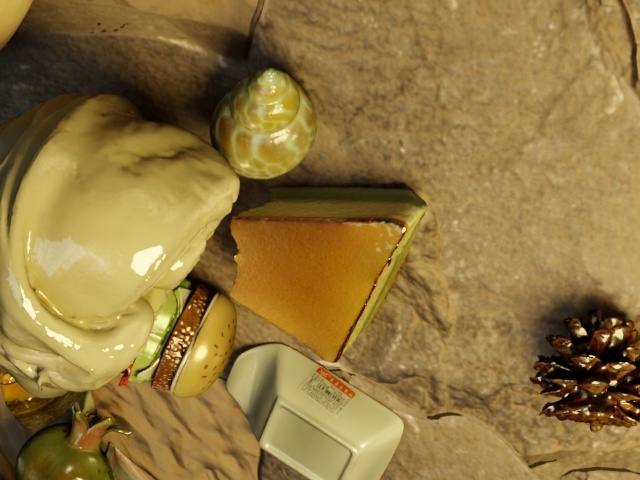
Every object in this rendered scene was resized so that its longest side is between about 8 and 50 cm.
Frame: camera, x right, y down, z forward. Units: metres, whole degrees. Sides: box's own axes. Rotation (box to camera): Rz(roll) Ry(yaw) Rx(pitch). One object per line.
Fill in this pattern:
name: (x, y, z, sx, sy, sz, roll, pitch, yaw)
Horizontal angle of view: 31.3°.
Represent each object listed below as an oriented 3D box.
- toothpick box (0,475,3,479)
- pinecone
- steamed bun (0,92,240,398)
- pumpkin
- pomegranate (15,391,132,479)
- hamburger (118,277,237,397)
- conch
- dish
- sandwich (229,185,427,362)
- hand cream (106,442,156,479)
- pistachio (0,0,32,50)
toothpick box: (-0.516, 0.496, 1.797, 0.192, 0.192, 0.294, -31, 91, 37)
pinecone: (0.285, 0.136, 1.178, 0.140, 0.140, 0.121, -6, 68, 32)
steamed bun: (-0.283, -0.014, 1.255, 0.255, 0.342, 0.367, 35, 156, -24)
pumpkin: (-0.388, 0.133, 1.565, 0.248, 0.126, 0.131, 60, 175, 30)
pomegranate: (-0.353, 0.310, 1.642, 0.152, 0.131, 0.191, 31, 104, 32)
hamburger: (-0.176, 0.121, 1.418, 0.137, 0.175, 0.175, 26, 126, 1)
conch: (-0.067, -0.125, 1.261, 0.173, 0.106, 0.116, -6, 93, 47)
dish: (-0.024, 0.234, 1.445, 0.234, 0.064, 0.154, 32, 127, 14)
sandwich: (0.000, 0.000, 1.279, 0.186, 0.108, 0.220, 34, 129, 9)
hand cream: (-0.238, 0.379, 1.662, 0.209, 0.043, 0.067, 34, 126, 18)
pistachio: (-0.449, -0.310, 1.319, 0.230, 0.230, 0.309, 46, 124, 2)
